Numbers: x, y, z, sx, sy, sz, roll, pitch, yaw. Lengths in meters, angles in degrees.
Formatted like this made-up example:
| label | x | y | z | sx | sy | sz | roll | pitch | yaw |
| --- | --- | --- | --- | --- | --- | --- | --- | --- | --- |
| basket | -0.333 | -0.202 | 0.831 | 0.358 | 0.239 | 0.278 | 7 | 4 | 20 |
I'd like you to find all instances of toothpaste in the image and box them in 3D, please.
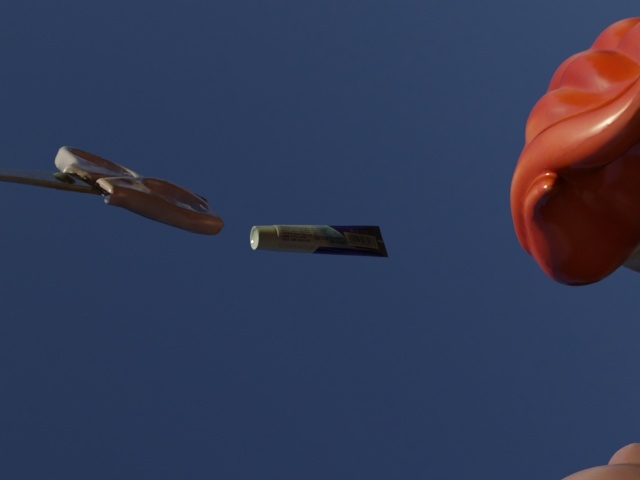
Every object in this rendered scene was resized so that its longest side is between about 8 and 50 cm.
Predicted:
| label | x | y | z | sx | sy | sz | roll | pitch | yaw |
| --- | --- | --- | --- | --- | --- | --- | --- | --- | --- |
| toothpaste | 0.000 | 0.000 | 1.024 | 0.083 | 0.015 | 0.024 | 0 | -128 | -23 |

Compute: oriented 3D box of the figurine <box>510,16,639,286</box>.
| label | x | y | z | sx | sy | sz | roll | pitch | yaw |
| --- | --- | --- | --- | --- | --- | --- | --- | --- | --- |
| figurine | 0.185 | -0.011 | 0.813 | 0.208 | 0.181 | 0.257 | -3 | -129 | -32 |

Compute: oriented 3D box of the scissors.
| label | x | y | z | sx | sy | sz | roll | pitch | yaw |
| --- | --- | --- | --- | --- | --- | --- | --- | --- | --- |
| scissors | -0.120 | -0.028 | 0.859 | 0.100 | 0.015 | 0.189 | 26 | -170 | 21 |

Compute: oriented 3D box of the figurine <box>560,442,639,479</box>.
| label | x | y | z | sx | sy | sz | roll | pitch | yaw |
| --- | --- | --- | --- | --- | --- | --- | --- | --- | --- |
| figurine | 0.225 | 0.252 | 1.325 | 0.173 | 0.173 | 0.173 | 27 | -137 | -29 |
